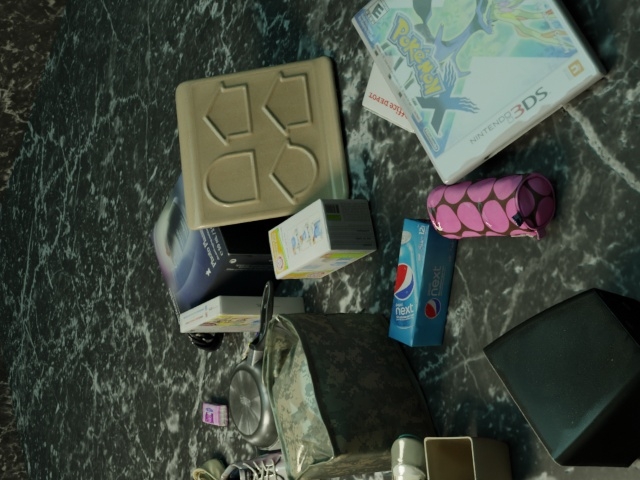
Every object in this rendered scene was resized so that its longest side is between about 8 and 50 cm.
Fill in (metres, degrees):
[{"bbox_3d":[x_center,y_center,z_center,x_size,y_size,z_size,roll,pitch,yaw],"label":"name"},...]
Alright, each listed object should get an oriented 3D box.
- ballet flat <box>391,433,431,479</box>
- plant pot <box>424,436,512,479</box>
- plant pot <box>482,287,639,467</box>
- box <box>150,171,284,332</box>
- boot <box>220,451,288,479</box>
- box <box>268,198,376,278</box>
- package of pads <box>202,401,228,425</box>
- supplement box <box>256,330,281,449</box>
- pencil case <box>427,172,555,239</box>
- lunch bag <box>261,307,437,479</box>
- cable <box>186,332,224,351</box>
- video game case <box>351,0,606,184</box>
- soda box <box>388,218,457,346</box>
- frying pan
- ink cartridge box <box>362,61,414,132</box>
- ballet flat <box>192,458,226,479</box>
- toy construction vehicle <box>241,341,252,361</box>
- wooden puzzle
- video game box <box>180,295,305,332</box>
[{"bbox_3d":[0.151,0.403,1.473,0.213,0.072,0.068,81,-160,-45],"label":"ballet flat"},{"bbox_3d":[0.238,0.357,1.394,0.109,0.096,0.108,-18,73,53],"label":"plant pot"},{"bbox_3d":[0.362,0.167,1.163,0.167,0.188,0.188,-51,48,24],"label":"plant pot"},{"bbox_3d":[-0.230,0.010,2.019,0.294,0.183,0.296,-56,46,40],"label":"box"},{"bbox_3d":[-0.109,0.492,1.867,0.258,0.124,0.095,-35,60,49],"label":"boot"},{"bbox_3d":[0.000,0.000,1.739,0.203,0.114,0.103,-29,66,52],"label":"box"},{"bbox_3d":[-0.254,0.420,2.163,0.083,0.032,0.050,-6,82,55],"label":"package of pads"},{"bbox_3d":[-0.073,0.303,1.836,0.111,0.114,0.219,22,109,53],"label":"supplement box"},{"bbox_3d":[0.261,-0.048,1.390,0.209,0.095,0.098,-1,112,58],"label":"pencil case"},{"bbox_3d":[0.037,0.258,1.566,0.169,0.235,0.286,-42,55,44],"label":"lunch bag"},{"bbox_3d":[-0.278,0.178,2.123,0.047,0.150,0.184,-33,19,19],"label":"cable"},{"bbox_3d":[0.227,-0.301,1.372,0.300,0.036,0.328,-37,73,35],"label":"video game case"},{"bbox_3d":[0.175,0.070,1.520,0.067,0.071,0.210,17,103,54],"label":"soda box"},{"bbox_3d":[-0.114,0.266,1.761,0.197,0.053,0.326,46,128,45],"label":"frying pan"},{"bbox_3d":[0.174,-0.305,1.518,0.160,0.093,0.219,39,120,48],"label":"ink cartridge box"},{"bbox_3d":[-0.227,0.605,2.073,0.248,0.086,0.086,42,122,48],"label":"ballet flat"},{"bbox_3d":[-0.147,0.288,2.010,0.086,0.035,0.098,37,118,50],"label":"toy construction vehicle"},{"bbox_3d":[-0.120,-0.196,1.845,0.348,0.080,0.321,-10,77,12],"label":"wooden puzzle"},{"bbox_3d":[-0.167,0.158,1.897,0.187,0.205,0.048,-22,69,53],"label":"video game box"}]
